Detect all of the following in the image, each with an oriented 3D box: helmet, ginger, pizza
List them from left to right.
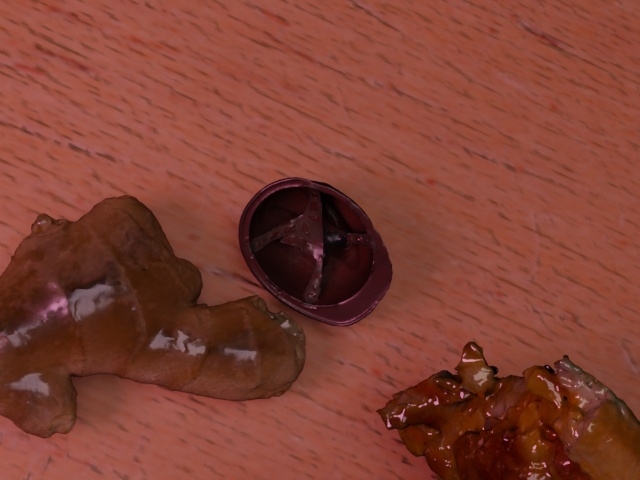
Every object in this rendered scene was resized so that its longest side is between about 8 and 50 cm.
[{"bbox_3d":[-0.175,0.055,0.689,0.333,0.081,0.148,-10,97,-14],"label":"ginger"},{"bbox_3d":[0.000,0.000,0.747,0.111,0.057,0.089,45,109,-7],"label":"helmet"},{"bbox_3d":[0.130,0.159,0.688,0.228,0.289,0.081,29,67,34],"label":"pizza"}]
